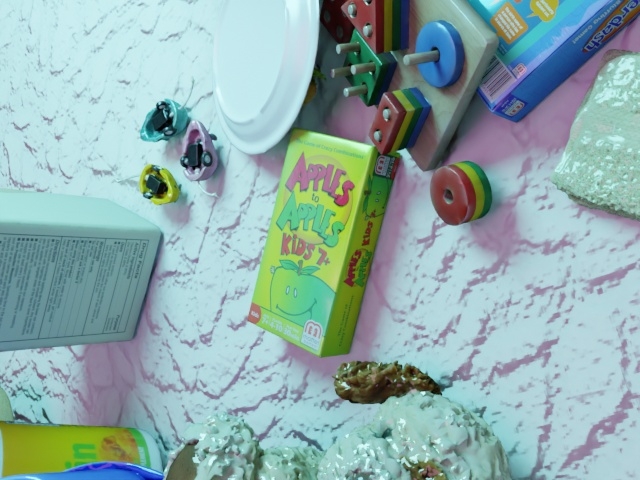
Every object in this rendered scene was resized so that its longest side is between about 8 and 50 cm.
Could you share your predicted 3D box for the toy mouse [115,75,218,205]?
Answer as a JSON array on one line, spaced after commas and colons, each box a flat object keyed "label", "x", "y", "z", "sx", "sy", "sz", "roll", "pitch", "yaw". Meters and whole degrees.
[{"label": "toy mouse", "x": -0.148, "y": -0.104, "z": 0.741, "sx": 0.161, "sy": 0.031, "sz": 0.143, "roll": 27, "pitch": 104, "yaw": 37}]

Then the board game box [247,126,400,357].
[{"label": "board game box", "x": 0.000, "y": 0.000, "z": 0.608, "sx": 0.092, "sy": 0.043, "sz": 0.181, "roll": 20, "pitch": 100, "yaw": 38}]

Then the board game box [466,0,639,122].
[{"label": "board game box", "x": 0.166, "y": -0.214, "z": 0.486, "sx": 0.210, "sy": 0.047, "sz": 0.160, "roll": -43, "pitch": 62, "yaw": 30}]

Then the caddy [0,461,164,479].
[{"label": "caddy", "x": -0.222, "y": 0.330, "z": 0.526, "sx": 0.341, "sy": 0.179, "sz": 0.241, "roll": -46, "pitch": 67, "yaw": -6}]

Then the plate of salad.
[{"label": "plate of salad", "x": -0.050, "y": -0.180, "z": 0.647, "sx": 0.199, "sy": 0.048, "sz": 0.200, "roll": 0, "pitch": 90, "yaw": 56}]

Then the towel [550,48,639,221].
[{"label": "towel", "x": 0.229, "y": -0.058, "z": 0.438, "sx": 0.148, "sy": 0.027, "sz": 0.110, "roll": 25, "pitch": 104, "yaw": 37}]

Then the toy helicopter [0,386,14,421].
[{"label": "toy helicopter", "x": -0.509, "y": 0.307, "z": 0.944, "sx": 0.355, "sy": 0.140, "sz": 0.235, "roll": -41, "pitch": 61, "yaw": 32}]

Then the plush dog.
[{"label": "plush dog", "x": 0.041, "y": 0.212, "z": 0.496, "sx": 0.225, "sy": 0.210, "sz": 0.262, "roll": -44, "pitch": 43, "yaw": 8}]

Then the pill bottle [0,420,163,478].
[{"label": "pill bottle", "x": -0.295, "y": 0.250, "z": 0.685, "sx": 0.136, "sy": 0.245, "sz": 0.136, "roll": -23, "pitch": 60, "yaw": 48}]

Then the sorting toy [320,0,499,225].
[{"label": "sorting toy", "x": 0.053, "y": -0.147, "z": 0.534, "sx": 0.275, "sy": 0.046, "sz": 0.132, "roll": 60, "pitch": 152, "yaw": 26}]

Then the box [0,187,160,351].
[{"label": "box", "x": -0.334, "y": 0.027, "z": 0.704, "sx": 0.121, "sy": 0.311, "sz": 0.148, "roll": 26, "pitch": 102, "yaw": 37}]
